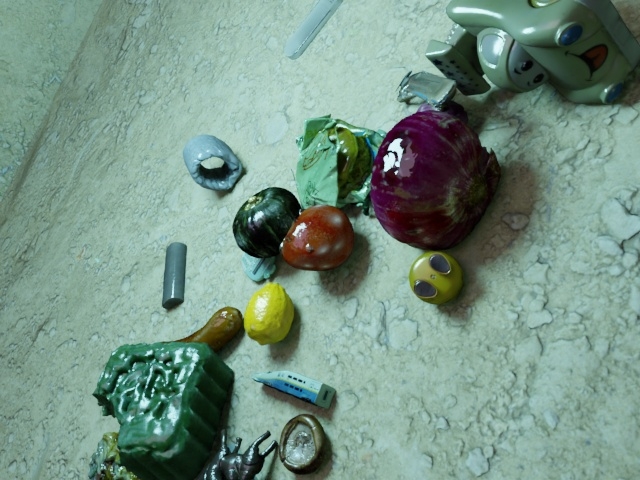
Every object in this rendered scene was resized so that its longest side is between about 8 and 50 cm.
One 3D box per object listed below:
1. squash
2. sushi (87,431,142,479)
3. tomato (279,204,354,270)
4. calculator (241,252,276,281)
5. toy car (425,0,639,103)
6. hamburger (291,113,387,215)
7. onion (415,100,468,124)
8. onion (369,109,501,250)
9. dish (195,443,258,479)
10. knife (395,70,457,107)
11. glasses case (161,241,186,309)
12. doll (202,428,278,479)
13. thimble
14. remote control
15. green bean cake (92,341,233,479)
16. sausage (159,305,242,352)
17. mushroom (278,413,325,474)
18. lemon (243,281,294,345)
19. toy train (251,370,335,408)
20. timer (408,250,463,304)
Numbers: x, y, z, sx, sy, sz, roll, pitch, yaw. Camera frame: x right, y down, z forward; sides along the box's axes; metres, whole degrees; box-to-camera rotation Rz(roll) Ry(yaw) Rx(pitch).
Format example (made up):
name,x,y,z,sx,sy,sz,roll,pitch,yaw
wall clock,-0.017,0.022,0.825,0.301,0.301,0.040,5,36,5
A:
name,x,y,z,sx,sy,sz,roll,pitch,yaw
squash,-0.127,-0.043,1.812,0.193,0.156,0.193,-42,2,2
sushi,-0.464,0.590,1.805,0.274,0.139,0.184,33,94,49
tomato,0.000,0.000,1.670,0.167,0.167,0.167,-23,53,35
calculator,-0.155,0.054,1.889,0.095,0.021,0.153,-58,41,4
toy car,0.394,-0.368,1.413,0.226,0.242,0.336,-54,40,4
hamburger,0.030,-0.185,1.744,0.276,0.151,0.260,-10,63,41
onion,0.259,-0.252,1.601,0.115,0.115,0.104,-119,22,-44
onion,0.204,-0.120,1.478,0.273,0.230,0.256,-8,63,34
dish,-0.213,0.575,1.610,0.181,0.080,0.243,-55,40,6
knife,0.229,-0.321,1.605,0.089,0.043,0.365,-59,13,10
glasses case,-0.418,0.097,2.117,0.072,0.042,0.190,-33,48,39
doll,-0.183,0.481,1.590,0.139,0.057,0.165,-2,43,27
thimble,-0.305,-0.216,2.093,0.127,0.151,0.117,-56,37,19
remote control,-0.019,-0.624,2.138,0.245,0.022,0.077,-50,44,11
green bean cake,-0.388,0.393,1.740,0.301,0.169,0.307,-7,49,23
sausage,-0.313,0.259,1.889,0.302,0.076,0.102,-28,52,32
mushroom,-0.034,0.420,1.538,0.123,0.052,0.123,-15,65,37
lemon,-0.119,0.169,1.720,0.114,0.114,0.155,-14,54,40
toy train,-0.068,0.313,1.634,0.234,0.052,0.051,9,72,48
timer,0.227,0.073,1.462,0.107,0.109,0.107,-2,83,19
